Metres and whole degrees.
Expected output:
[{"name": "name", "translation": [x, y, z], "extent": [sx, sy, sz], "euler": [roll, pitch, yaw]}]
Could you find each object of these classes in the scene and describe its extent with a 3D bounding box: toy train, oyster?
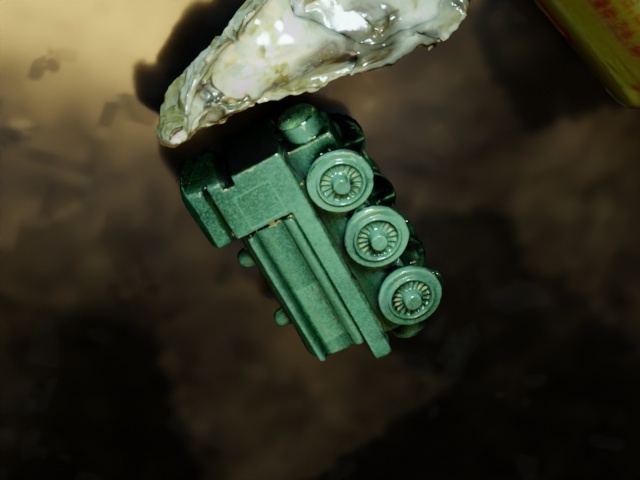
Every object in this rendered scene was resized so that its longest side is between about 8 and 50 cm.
[{"name": "toy train", "translation": [0.000, 0.000, 0.995], "extent": [0.111, 0.071, 0.170], "euler": [-26, 120, 7]}, {"name": "oyster", "translation": [-0.007, -0.126, 0.952], "extent": [0.200, 0.061, 0.106], "euler": [-14, 99, -12]}]

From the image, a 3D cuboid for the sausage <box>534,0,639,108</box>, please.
[{"name": "sausage", "translation": [0.127, -0.204, 0.902], "extent": [0.117, 0.125, 0.317], "euler": [-43, 118, 6]}]
